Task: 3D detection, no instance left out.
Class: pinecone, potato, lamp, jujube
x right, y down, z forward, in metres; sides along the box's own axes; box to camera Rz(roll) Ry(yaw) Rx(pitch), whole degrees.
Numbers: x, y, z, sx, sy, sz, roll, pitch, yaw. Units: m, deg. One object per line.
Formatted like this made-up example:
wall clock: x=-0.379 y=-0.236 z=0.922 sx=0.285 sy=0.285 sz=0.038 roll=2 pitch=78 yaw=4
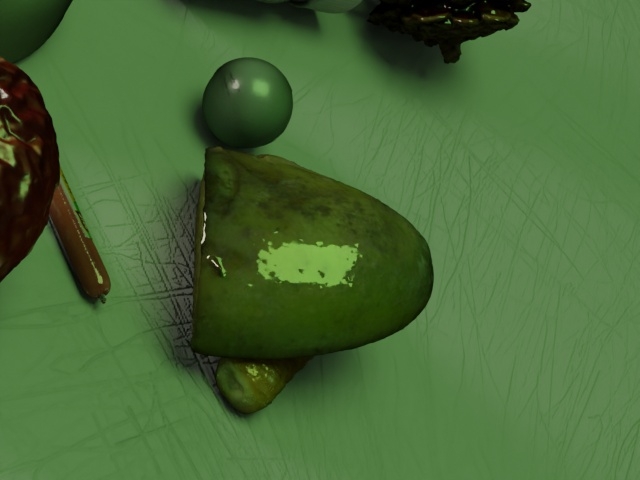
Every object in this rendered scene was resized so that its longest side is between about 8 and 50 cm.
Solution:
pinecone: x=0.175 y=-0.368 z=2.059 sx=0.243 sy=0.243 sz=0.257 roll=24 pitch=68 yaw=-27
potato: x=0.000 y=0.000 z=1.590 sx=0.255 sy=0.112 sz=0.269 roll=7 pitch=43 yaw=-8
lamp: x=-0.082 y=-0.154 z=1.747 sx=0.105 sy=0.105 sz=0.105 roll=25 pitch=43 yaw=-26
jujube: x=-0.338 y=-0.063 z=1.354 sx=0.213 sy=0.213 sz=0.232 roll=25 pitch=42 yaw=-26

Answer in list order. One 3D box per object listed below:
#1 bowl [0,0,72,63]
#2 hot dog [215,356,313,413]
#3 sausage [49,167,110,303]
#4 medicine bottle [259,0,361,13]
bowl: x=-0.363 y=-0.366 z=1.560 sx=0.354 sy=0.185 sz=0.354 roll=21 pitch=54 yaw=-32
hot dog: x=-0.020 y=0.088 z=1.632 sx=0.088 sy=0.061 sz=0.286 roll=51 pitch=39 yaw=-10
sausage: x=-0.256 y=-0.034 z=1.535 sx=0.029 sy=0.029 sz=0.223 roll=-6 pitch=62 yaw=-46
medicine bottle: x=-0.068 y=-0.374 z=1.902 sx=0.273 sy=0.165 sz=0.165 roll=7 pitch=53 yaw=-40
